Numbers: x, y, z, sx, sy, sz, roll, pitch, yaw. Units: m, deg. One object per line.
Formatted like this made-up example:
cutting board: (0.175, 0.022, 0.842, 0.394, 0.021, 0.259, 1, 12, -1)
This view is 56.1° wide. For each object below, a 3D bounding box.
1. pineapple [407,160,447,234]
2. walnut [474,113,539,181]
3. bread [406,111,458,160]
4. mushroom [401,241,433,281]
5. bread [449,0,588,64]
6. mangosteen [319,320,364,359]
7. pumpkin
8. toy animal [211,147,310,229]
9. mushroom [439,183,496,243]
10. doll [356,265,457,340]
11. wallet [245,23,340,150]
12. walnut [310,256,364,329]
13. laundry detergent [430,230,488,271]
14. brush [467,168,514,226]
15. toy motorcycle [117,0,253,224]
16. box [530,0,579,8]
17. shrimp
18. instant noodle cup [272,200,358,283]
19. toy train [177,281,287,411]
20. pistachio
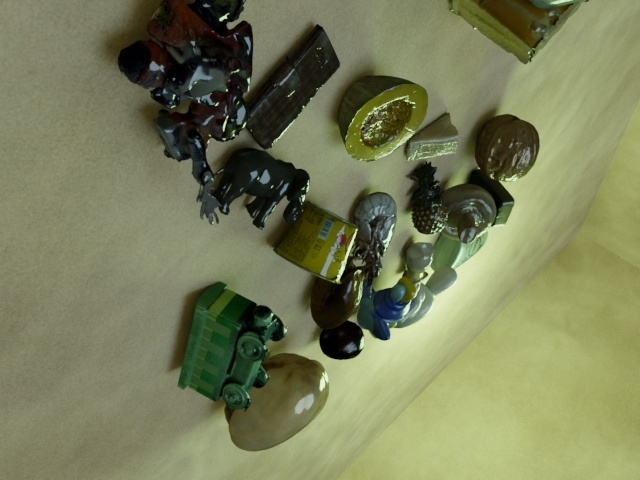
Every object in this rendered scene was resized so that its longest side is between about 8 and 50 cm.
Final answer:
pineapple: (0.323, -0.131, 1.808, 0.125, 0.125, 0.251, -40, 139, -20)
walnut: (0.584, -0.286, 1.893, 0.213, 0.213, 0.213, -35, 148, -27)
bread: (0.298, -0.286, 1.661, 0.152, 0.105, 0.077, -8, 140, -8)
mushroom: (0.333, 0.074, 2.060, 0.097, 0.088, 0.212, -39, 156, -27)
bread: (0.451, -0.551, 1.337, 0.239, 0.246, 0.111, -50, 169, -2)
mangosteen: (0.067, 0.306, 1.908, 0.152, 0.152, 0.152, -35, 148, -27)
pumpkin: (0.123, -0.287, 1.338, 0.217, 0.110, 0.217, -31, 155, -16)
toy animal: (-0.105, -0.098, 1.201, 0.146, 0.114, 0.245, -56, 152, 9)
mushroom: (0.466, -0.071, 1.934, 0.215, 0.207, 0.207, -86, -171, -53)
doll: (0.241, 0.206, 1.982, 0.376, 0.187, 0.365, -57, 153, 15)
wallet: (-0.055, -0.285, 1.133, 0.230, 0.042, 0.124, -48, 155, -4)
walnut: (0.043, 0.150, 1.681, 0.137, 0.137, 0.245, -19, 137, -45)
laundry detergent: (0.542, 0.016, 2.280, 0.280, 0.105, 0.215, -19, 138, -47)
brush: (0.568, -0.145, 2.036, 0.059, 0.197, 0.123, -10, 134, -20)
toy motorcycle: (-0.195, -0.206, 0.929, 0.207, 0.134, 0.401, -31, 144, -32)
box: (0.427, -0.654, 1.106, 0.352, 0.177, 0.344, -3, 92, -55)
shrimp: (0.135, 0.015, 1.680, 0.145, 0.116, 0.343, -27, 136, -36)
instant noodle cup: (0.000, 0.000, 1.420, 0.144, 0.182, 0.182, -63, 151, 3)
toy train: (-0.206, 0.252, 1.377, 0.120, 0.202, 0.301, -51, 163, -57)
pistachio: (-0.123, 0.451, 1.705, 0.321, 0.229, 0.238, -34, 106, -5)
